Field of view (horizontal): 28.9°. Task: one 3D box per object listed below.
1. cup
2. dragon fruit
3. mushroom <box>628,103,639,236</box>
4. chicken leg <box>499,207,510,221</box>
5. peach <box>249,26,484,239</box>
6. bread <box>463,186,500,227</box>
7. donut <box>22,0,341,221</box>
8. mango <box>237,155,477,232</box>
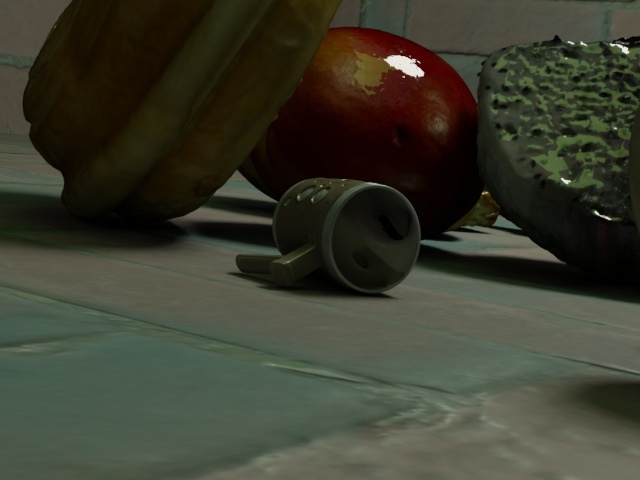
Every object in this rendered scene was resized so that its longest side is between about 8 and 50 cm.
[{"bbox_3d":[0.006,0.005,0.868,0.074,0.102,0.099,46,-14,-24],"label":"cup"},{"bbox_3d":[0.281,-0.051,1.117,0.282,0.204,0.221,1,-25,9],"label":"dragon fruit"},{"bbox_3d":[0.274,-0.017,0.679,0.243,0.244,0.243,7,6,-1],"label":"mushroom"},{"bbox_3d":[0.249,-0.053,1.620,0.113,0.093,0.304,-13,13,-41],"label":"chicken leg"},{"bbox_3d":[0.055,-0.095,1.191,0.243,0.200,0.243,23,10,-5],"label":"peach"},{"bbox_3d":[0.161,-0.081,1.537,0.069,0.128,0.140,-1,9,-31],"label":"bread"},{"bbox_3d":[-0.110,-0.216,1.131,0.198,0.449,0.449,33,-2,-16],"label":"donut"},{"bbox_3d":[0.035,-0.115,1.455,0.221,0.199,0.384,7,17,-46],"label":"mango"}]
